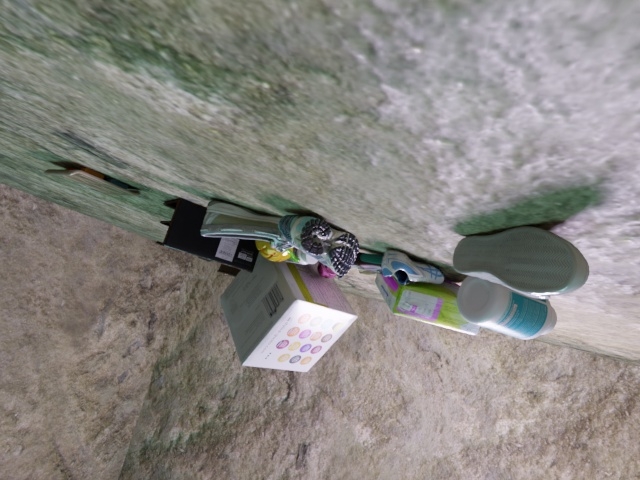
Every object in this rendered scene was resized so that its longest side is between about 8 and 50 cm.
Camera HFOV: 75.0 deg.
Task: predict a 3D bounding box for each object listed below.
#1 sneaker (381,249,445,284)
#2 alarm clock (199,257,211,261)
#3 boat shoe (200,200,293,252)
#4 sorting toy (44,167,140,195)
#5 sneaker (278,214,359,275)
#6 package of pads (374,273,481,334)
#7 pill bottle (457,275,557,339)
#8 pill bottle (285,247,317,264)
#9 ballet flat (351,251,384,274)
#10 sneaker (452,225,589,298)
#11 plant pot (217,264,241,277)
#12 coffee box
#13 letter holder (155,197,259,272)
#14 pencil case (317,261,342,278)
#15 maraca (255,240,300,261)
[{"bbox_3d":[0.264,0.094,1.197,0.238,0.086,0.085,20,168,-32],"label":"sneaker"},{"bbox_3d":[-0.503,0.021,1.823,0.192,0.129,0.064,8,168,36],"label":"alarm clock"},{"bbox_3d":[-0.164,-0.019,1.155,0.321,0.102,0.118,17,170,-11],"label":"boat shoe"},{"bbox_3d":[-0.684,-0.181,1.262,0.193,0.038,0.208,8,172,37],"label":"sorting toy"},{"bbox_3d":[0.000,0.000,1.092,0.122,0.110,0.283,23,171,39],"label":"sneaker"},{"bbox_3d":[0.339,0.177,1.302,0.297,0.101,0.229,16,-167,-10],"label":"package of pads"},{"bbox_3d":[0.509,0.180,1.118,0.264,0.146,0.146,20,169,-24],"label":"pill bottle"},{"bbox_3d":[-0.071,0.042,1.432,0.137,0.078,0.078,5,166,46],"label":"pill bottle"},{"bbox_3d":[0.112,0.068,1.270,0.222,0.076,0.079,11,128,7],"label":"ballet flat"},{"bbox_3d":[0.382,0.047,0.726,0.169,0.107,0.292,16,180,-13],"label":"sneaker"},{"bbox_3d":[-0.341,0.079,1.803,0.167,0.164,0.167,15,171,2],"label":"plant pot"},{"bbox_3d":[-0.131,0.261,1.629,0.335,0.337,0.338,24,-157,-42],"label":"coffee box"},{"bbox_3d":[-0.379,-0.013,1.393,0.302,0.151,0.215,22,170,-33],"label":"letter holder"},{"bbox_3d":[0.045,0.096,1.547,0.098,0.095,0.209,-10,175,-8],"label":"pencil case"},{"bbox_3d":[-0.136,0.023,1.330,0.127,0.099,0.186,25,168,38],"label":"maraca"}]
